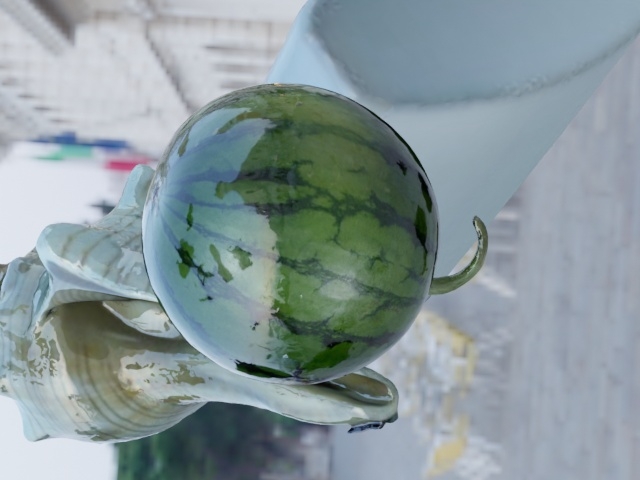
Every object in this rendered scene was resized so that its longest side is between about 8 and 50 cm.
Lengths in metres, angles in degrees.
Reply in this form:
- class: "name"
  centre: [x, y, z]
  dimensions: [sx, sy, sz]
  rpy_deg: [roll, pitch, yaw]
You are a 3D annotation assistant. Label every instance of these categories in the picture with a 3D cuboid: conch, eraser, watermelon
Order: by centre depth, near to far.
- class: "watermelon"
  centre: [-0.007, 0.001, 0.584]
  dimensions: [0.109, 0.109, 0.109]
  rpy_deg: [-176, 90, -90]
- class: "conch"
  centre: [-0.083, 0.024, 0.813]
  dimensions: [0.137, 0.234, 0.114]
  rpy_deg: [45, -135, -31]
- class: "eraser"
  centre: [0.031, -0.037, 0.941]
  dimensions: [0.104, 0.189, 0.290]
  rpy_deg: [63, 150, 19]
